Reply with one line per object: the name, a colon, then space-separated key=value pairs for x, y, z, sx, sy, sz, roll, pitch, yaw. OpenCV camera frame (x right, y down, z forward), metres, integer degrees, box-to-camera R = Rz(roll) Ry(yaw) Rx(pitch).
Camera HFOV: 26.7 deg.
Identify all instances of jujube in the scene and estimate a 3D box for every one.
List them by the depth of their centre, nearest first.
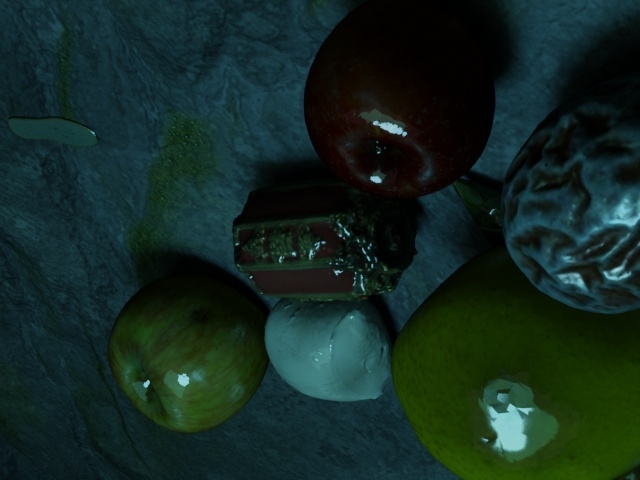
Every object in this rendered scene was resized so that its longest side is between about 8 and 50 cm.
jujube: x=0.333 y=-0.051 z=1.428 sx=0.246 sy=0.215 sz=0.308 roll=59 pitch=146 yaw=14

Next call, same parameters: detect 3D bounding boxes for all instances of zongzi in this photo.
zongzi: x=0.231 y=-0.048 z=1.703 sx=0.109 sy=0.055 sz=0.119 roll=-17 pitch=119 yaw=50

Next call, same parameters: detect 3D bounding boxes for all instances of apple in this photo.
apple: x=0.089 y=-0.162 z=1.527 sx=0.218 sy=0.201 sz=0.218 roll=19 pitch=146 yaw=14
apple: x=-0.210 y=0.178 z=2.232 sx=0.264 sy=0.264 sz=0.264 roll=22 pitch=147 yaw=15

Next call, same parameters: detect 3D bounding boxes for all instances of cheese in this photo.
cheese: x=0.007 y=0.161 z=2.089 sx=0.189 sy=0.154 sz=0.198 roll=17 pitch=146 yaw=31

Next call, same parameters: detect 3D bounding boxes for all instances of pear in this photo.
pear: x=0.265 y=0.177 z=1.647 sx=0.386 sy=0.191 sz=0.340 roll=-14 pitch=97 yaw=26

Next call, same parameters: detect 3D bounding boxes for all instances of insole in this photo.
insole: x=-0.426 y=-0.173 z=2.133 sx=0.188 sy=0.004 sz=0.064 roll=8 pitch=140 yaw=33

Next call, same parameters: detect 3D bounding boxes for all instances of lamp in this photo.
lamp: x=0.000 y=0.000 z=1.865 sx=0.274 sy=0.177 sz=0.177 roll=-1 pitch=136 yaw=44

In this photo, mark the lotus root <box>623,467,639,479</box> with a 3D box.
lotus root: x=0.492 y=0.350 z=1.865 sx=0.346 sy=0.250 sz=0.250 roll=36 pitch=148 yaw=-11
